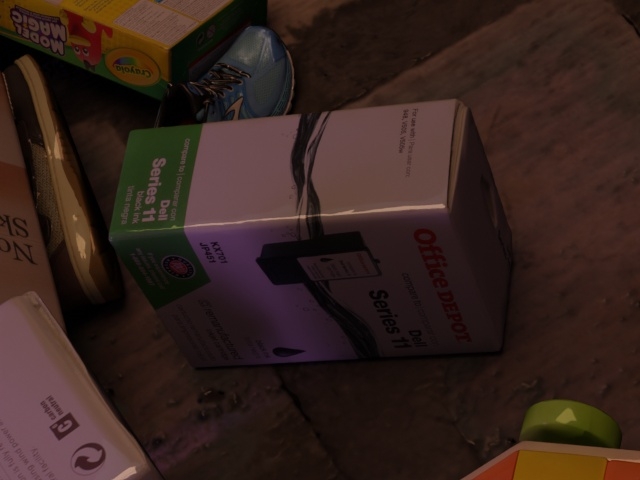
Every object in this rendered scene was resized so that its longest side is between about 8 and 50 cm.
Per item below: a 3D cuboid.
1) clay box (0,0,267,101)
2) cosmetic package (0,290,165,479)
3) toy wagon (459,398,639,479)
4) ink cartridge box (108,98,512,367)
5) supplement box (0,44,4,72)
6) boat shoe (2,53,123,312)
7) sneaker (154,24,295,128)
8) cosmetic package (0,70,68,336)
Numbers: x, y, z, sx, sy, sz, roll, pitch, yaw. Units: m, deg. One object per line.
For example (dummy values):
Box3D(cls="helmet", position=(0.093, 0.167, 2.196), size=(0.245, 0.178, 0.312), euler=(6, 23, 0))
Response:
Box3D(cls="clay box", position=(-0.164, -0.184, 1.277), size=(0.222, 0.053, 0.127), euler=(23, 43, 23))
Box3D(cls="cosmetic package", position=(-0.243, 0.235, 0.919), size=(0.385, 0.217, 0.156), euler=(-34, 50, -10))
Box3D(cls="toy wagon", position=(0.196, 0.211, 0.872), size=(0.344, 0.068, 0.267), euler=(3, 55, 22))
Box3D(cls="ink cartridge box", position=(0.000, 0.000, 1.054), size=(0.208, 0.153, 0.086), euler=(-5, 53, 18))
Box3D(cls="supplement box", position=(-0.328, -0.194, 1.377), size=(0.130, 0.073, 0.239), euler=(-18, 50, 5))
Box3D(cls="boat shoe", position=(-0.199, -0.039, 1.205), size=(0.073, 0.080, 0.223), euler=(-22, 53, -4))
Box3D(cls="sneaker", position=(-0.071, -0.090, 1.202), size=(0.063, 0.073, 0.162), euler=(13, 59, 28))
Box3D(cls="cosmetic package", position=(-0.264, 0.021, 1.091), size=(0.129, 0.153, 0.296), euler=(-46, 49, 33))
